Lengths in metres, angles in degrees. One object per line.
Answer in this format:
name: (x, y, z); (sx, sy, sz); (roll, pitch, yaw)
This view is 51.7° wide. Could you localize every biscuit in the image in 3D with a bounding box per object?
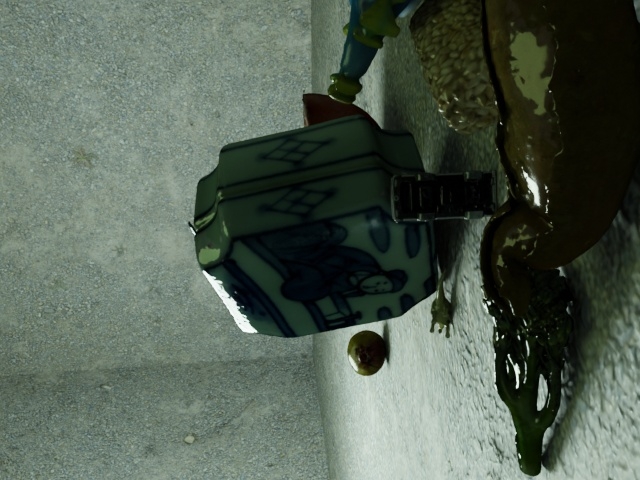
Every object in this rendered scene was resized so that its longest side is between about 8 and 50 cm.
biscuit: (0.132, -0.173, 0.602); (0.070, 0.082, 0.168); (42, -151, -40)

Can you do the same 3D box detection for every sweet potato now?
sweet potato: (0.145, -0.103, 0.403); (0.124, 0.098, 0.310); (-36, -53, -88)

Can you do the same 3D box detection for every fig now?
fig: (0.093, 0.217, 1.298); (0.084, 0.082, 0.098); (52, -170, 4)

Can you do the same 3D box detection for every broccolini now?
broccolini: (0.159, 0.110, 0.524); (0.091, 0.068, 0.202); (-147, 51, -60)

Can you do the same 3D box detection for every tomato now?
tomato: (0.057, -0.089, 1.109); (0.338, 0.144, 0.338); (173, 90, -89)

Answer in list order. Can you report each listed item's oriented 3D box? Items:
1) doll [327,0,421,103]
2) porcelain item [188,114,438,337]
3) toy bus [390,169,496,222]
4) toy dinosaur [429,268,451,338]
doll: (0.093, -0.308, 0.705); (0.341, 0.099, 0.346); (-89, 16, -63)
porcelain item: (0.000, 0.000, 0.826); (0.281, 0.286, 0.157); (73, -173, -56)
toy bus: (0.119, -0.045, 0.662); (0.058, 0.102, 0.052); (-132, 40, -86)
toy dinosaur: (0.148, 0.085, 0.814); (0.113, 0.026, 0.041); (80, -162, -44)
